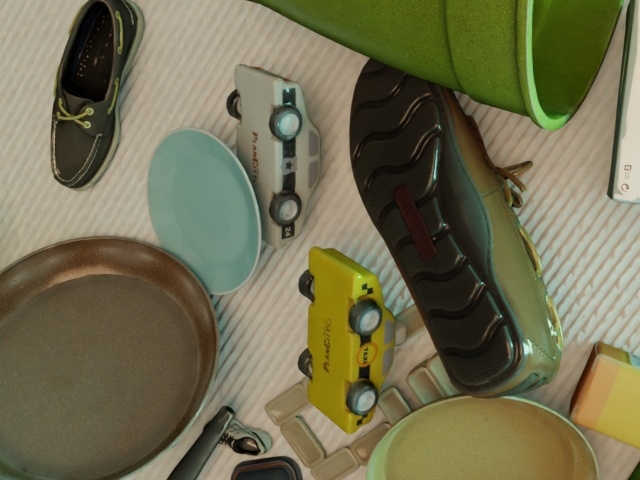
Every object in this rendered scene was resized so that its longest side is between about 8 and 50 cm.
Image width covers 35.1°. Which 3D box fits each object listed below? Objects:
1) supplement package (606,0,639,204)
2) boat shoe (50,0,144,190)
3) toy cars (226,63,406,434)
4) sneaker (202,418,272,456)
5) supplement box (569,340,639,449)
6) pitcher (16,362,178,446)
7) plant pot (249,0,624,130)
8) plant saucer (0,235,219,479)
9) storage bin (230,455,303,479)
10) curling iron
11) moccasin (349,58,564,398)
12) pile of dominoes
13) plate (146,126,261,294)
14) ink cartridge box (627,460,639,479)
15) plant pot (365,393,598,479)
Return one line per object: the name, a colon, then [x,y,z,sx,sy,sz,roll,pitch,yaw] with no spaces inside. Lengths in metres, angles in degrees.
supplement package: [0.381,-0.124,0.936,0.203,0.149,0.194,6,97,13]
boat shoe: [-0.264,-0.165,1.135,0.081,0.068,0.228,19,99,12]
toy cars: [0.000,0.000,1.058,0.176,0.087,0.394,-36,73,56]
sneaker: [-0.098,0.223,1.147,0.083,0.037,0.032,10,99,14]
supplement box: [0.372,0.182,1.006,0.233,0.080,0.078,23,101,13]
pitcher: [-0.287,0.192,1.160,0.207,0.125,0.178,-23,69,5]
plant pot: [0.082,-0.314,0.918,0.353,0.366,0.367,16,99,25]
plant saucer: [-0.260,0.136,1.102,0.310,0.050,0.311,-2,57,4]
storage bin: [-0.069,0.320,1.122,0.098,0.091,0.135,-11,92,15]
curling iron: [-0.185,0.288,1.161,0.068,0.035,0.274,44,111,9]
moccasin: [0.141,-0.031,1.014,0.139,0.147,0.380,-38,67,30]
pile of dominoes: [0.088,0.195,1.111,0.251,0.040,0.196,-36,86,23]
plate: [-0.123,-0.033,1.104,0.188,0.024,0.188,19,118,39]
ink cartridge box: [0.403,0.329,0.953,0.255,0.189,0.097,31,101,9]
plant pot: [0.164,0.242,1.044,0.236,0.032,0.236,2,122,3]
